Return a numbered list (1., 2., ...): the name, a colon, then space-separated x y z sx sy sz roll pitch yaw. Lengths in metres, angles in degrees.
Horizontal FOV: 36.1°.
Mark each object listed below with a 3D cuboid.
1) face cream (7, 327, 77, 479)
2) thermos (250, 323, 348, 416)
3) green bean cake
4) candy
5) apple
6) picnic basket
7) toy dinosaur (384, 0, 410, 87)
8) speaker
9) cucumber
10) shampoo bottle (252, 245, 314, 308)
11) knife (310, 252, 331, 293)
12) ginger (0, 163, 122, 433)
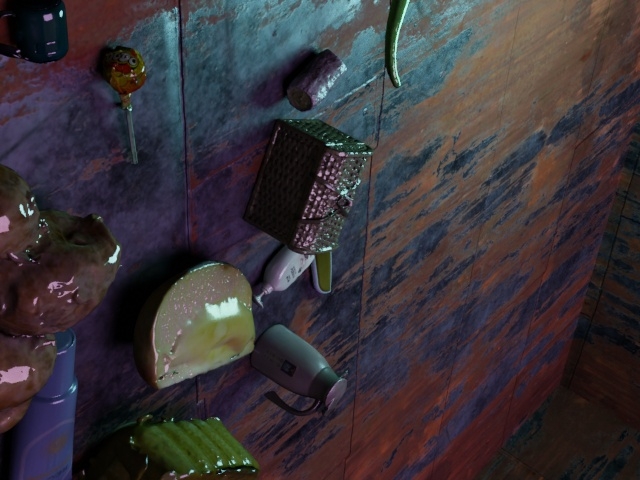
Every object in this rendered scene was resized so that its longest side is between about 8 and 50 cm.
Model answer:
1. face cream: -0.418 0.285 1.486 0.136 0.086 0.385 -28 143 -44
2. thermos: -0.044 0.271 1.940 0.137 0.193 0.105 -53 152 -11
3. green bean cake: -0.296 0.436 1.721 0.285 0.202 0.310 -51 151 9
4. candy: -0.261 -0.177 1.342 0.060 0.060 0.201 -40 152 -32
5. apple: -0.215 0.120 1.618 0.265 0.120 0.193 -16 117 -55
6. picnic basket: -0.013 -0.092 1.694 0.134 0.154 0.196 -8 122 -56
7. toy dinosaur: 0.200 -0.488 1.580 0.375 0.144 0.499 -7 105 -57
8. speaker: -0.338 -0.242 1.139 0.094 0.060 0.075 -33 140 -39
9. cucumber: -0.004 -0.267 1.641 0.112 0.064 0.064 -49 150 -25
10. shampoo bottle: -0.076 0.061 1.849 0.152 0.045 0.077 -45 148 -23
11. knife: 0.001 -0.001 1.932 0.061 0.027 0.343 -46 149 -31
12. ginger: -0.403 0.085 1.244 0.256 0.176 0.375 7 114 -40
